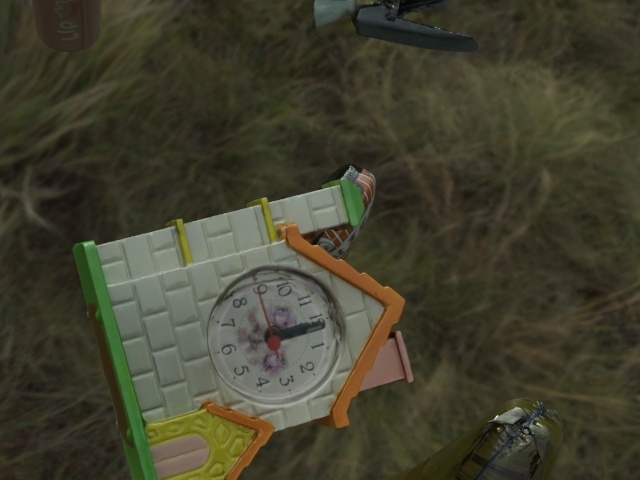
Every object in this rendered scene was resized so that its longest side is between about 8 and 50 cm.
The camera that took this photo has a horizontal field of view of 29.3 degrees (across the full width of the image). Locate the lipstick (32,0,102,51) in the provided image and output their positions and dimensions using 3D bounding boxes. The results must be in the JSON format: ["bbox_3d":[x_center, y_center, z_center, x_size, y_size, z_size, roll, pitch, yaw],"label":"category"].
[{"bbox_3d":[-0.250,-0.286,1.178,0.070,0.254,0.070,3,61,-6],"label":"lipstick"}]

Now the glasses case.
[{"bbox_3d":[0.000,0.000,1.306,0.067,0.266,0.103,30,69,-1],"label":"glasses case"}]

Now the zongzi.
[{"bbox_3d":[0.163,0.296,1.641,0.123,0.289,0.260,-25,132,-56],"label":"zongzi"}]

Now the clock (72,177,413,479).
[{"bbox_3d":[-0.057,0.077,1.033,0.255,0.106,0.219,-15,91,-16],"label":"clock"}]

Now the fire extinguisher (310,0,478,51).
[{"bbox_3d":[0.028,-0.223,0.706,0.105,0.105,0.268,8,63,-25],"label":"fire extinguisher"}]
